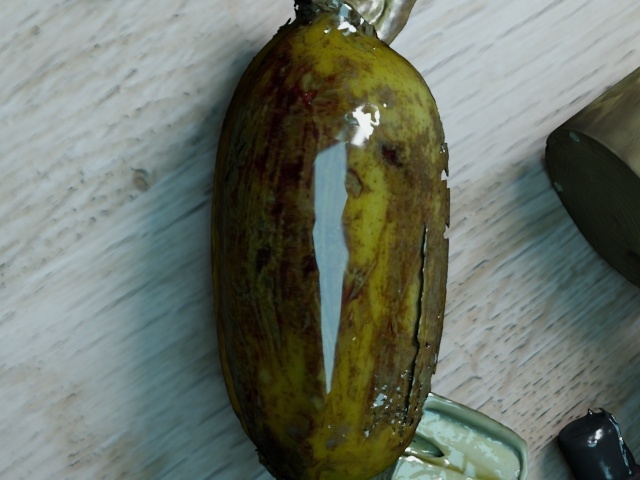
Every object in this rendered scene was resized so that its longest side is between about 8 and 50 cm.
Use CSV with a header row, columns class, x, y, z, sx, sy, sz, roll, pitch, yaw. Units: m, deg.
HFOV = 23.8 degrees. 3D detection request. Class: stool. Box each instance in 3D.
class,x,y,z,sx,sy,sz,roll,pitch,yaw
stool,0.345,-0.094,1.284,0.264,0.179,0.179,-37,104,-12

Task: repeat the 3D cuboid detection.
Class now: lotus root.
class,x,y,z,sx,sy,sz,roll,pitch,yaw
lotus root,0.000,0.000,1.170,0.179,0.196,0.397,2,93,-29
lotus root,0.070,0.241,1.243,0.119,0.138,0.234,23,86,-23

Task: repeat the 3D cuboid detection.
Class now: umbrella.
class,x,y,z,sx,sy,sz,roll,pitch,yaw
umbrella,0.304,0.294,1.344,0.090,0.094,0.326,-35,104,-27

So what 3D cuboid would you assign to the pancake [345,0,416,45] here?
class,x,y,z,sx,sy,sz,roll,pitch,yaw
pancake,0.000,-0.239,1.246,0.191,0.020,0.184,19,89,-18
